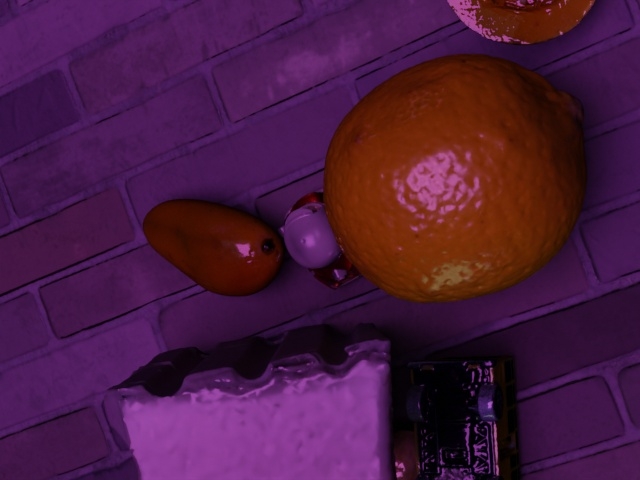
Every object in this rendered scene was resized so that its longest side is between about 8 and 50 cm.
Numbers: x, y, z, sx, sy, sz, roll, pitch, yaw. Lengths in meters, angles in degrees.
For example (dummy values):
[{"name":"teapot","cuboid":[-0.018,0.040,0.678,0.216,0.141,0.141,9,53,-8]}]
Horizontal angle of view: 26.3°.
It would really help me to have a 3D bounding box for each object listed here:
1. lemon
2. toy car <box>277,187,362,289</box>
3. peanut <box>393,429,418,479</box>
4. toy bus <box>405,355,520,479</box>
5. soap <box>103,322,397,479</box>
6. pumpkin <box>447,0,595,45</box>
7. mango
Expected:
[{"name":"lemon","cuboid":[0.168,-0.075,1.731,0.336,0.336,0.336,3,97,21]},{"name":"toy car","cuboid":[0.000,0.000,1.911,0.112,0.112,0.139,-29,85,21]},{"name":"peanut","cuboid":[0.098,0.366,1.926,0.099,0.099,0.214,26,102,17]},{"name":"toy bus","cuboid":[0.200,0.287,1.846,0.128,0.150,0.262,-3,90,23]},{"name":"soap","cuboid":[-0.073,0.238,1.779,0.350,0.435,0.213,-11,92,0]},{"name":"pumpkin","cuboid":[0.265,-0.355,1.779,0.217,0.110,0.217,0,88,11]},{"name":"mango","cuboid":[-0.157,0.009,1.970,0.253,0.113,0.138,15,142,35]}]
